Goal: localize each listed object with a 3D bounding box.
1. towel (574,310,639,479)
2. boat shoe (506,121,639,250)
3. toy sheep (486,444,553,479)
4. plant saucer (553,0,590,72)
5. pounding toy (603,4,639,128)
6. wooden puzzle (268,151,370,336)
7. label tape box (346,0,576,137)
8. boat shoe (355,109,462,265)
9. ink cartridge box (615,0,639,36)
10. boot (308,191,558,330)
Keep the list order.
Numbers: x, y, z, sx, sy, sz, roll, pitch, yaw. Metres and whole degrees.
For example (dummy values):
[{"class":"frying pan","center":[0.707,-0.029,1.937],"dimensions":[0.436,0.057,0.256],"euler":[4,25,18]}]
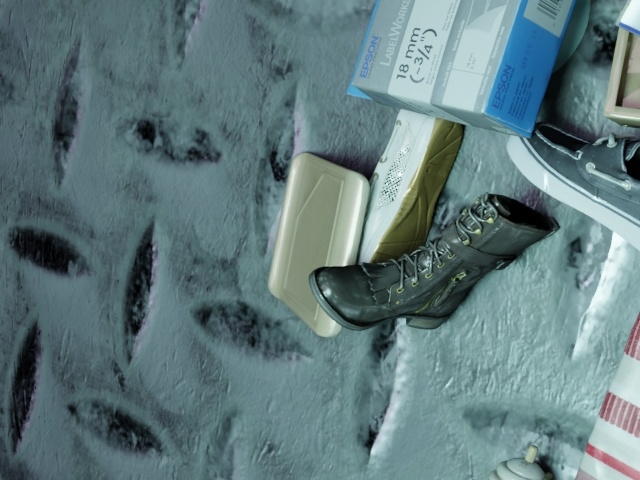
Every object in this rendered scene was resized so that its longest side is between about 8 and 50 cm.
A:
[{"class":"towel","center":[0.432,0.218,1.290],"dimensions":[0.237,0.037,0.329],"euler":[26,105,35]},{"class":"boat shoe","center":[0.340,-0.074,1.294],"dimensions":[0.301,0.108,0.102],"euler":[43,129,38]},{"class":"toy sheep","center":[0.242,0.311,1.402],"dimensions":[0.091,0.091,0.132],"euler":[20,101,36]},{"class":"plant saucer","center":[0.243,-0.294,1.439],"dimensions":[0.195,0.037,0.195],"euler":[-1,89,37]},{"class":"pounding toy","center":[0.439,-0.207,1.258],"dimensions":[0.206,0.094,0.181],"euler":[11,92,29]},{"class":"wooden puzzle","center":[0.000,0.000,1.577],"dimensions":[0.238,0.044,0.221],"euler":[-151,70,-66]},{"class":"label tape box","center":[0.144,-0.280,1.416],"dimensions":[0.333,0.106,0.241],"euler":[20,93,46]},{"class":"boat shoe","center":[0.093,-0.049,1.520],"dimensions":[0.096,0.098,0.277],"euler":[29,99,35]},{"class":"ink cartridge box","center":[0.494,-0.284,1.104],"dimensions":[0.303,0.072,0.307],"euler":[28,131,6]},{"class":"boot","center":[0.137,0.015,1.391],"dimensions":[0.229,0.263,0.091],"euler":[-45,55,36]}]
